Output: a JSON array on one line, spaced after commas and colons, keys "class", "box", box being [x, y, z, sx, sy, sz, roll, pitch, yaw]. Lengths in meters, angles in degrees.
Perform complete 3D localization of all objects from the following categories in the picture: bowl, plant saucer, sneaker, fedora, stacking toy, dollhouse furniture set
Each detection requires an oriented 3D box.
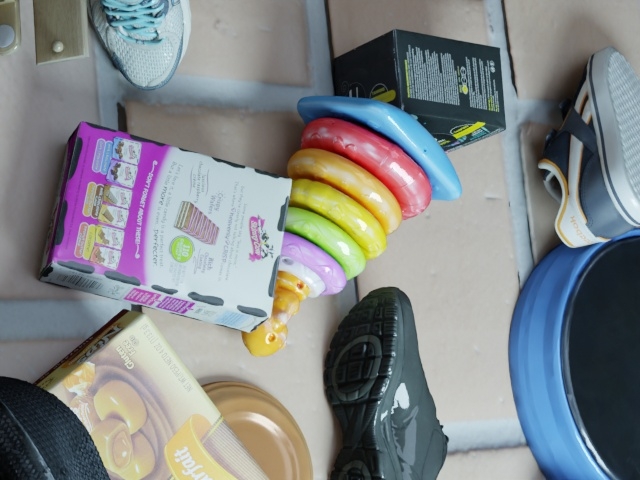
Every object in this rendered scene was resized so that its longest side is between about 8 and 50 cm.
[{"class": "bowl", "box": [0.405, 0.168, 2.271, 0.391, 0.077, 0.391, 11, 71, -34]}, {"class": "plant saucer", "box": [-0.085, 0.244, 1.913, 0.200, 0.037, 0.200, 11, 72, -35]}, {"class": "sneaker", "box": [0.080, 0.195, 2.019, 0.130, 0.109, 0.286, 8, 83, -41]}, {"class": "fedora", "box": [-0.284, 0.222, 1.606, 0.152, 0.334, 0.334, -21, 91, -47]}, {"class": "sneaker", "box": [-0.197, -0.262, 1.843, 0.122, 0.110, 0.283, -85, 173, -51]}, {"class": "stacking toy", "box": [0.000, 0.000, 1.985, 0.175, 0.166, 0.302, 44, 67, -33]}, {"class": "sneaker", "box": [0.340, -0.120, 2.280, 0.126, 0.127, 0.321, 46, 31, -25]}, {"class": "dollhouse furniture set", "box": [-0.328, -0.246, 1.795, 0.151, 0.144, 0.123, 26, 57, -70]}]

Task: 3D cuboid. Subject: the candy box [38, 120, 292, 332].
[{"class": "candy box", "box": [-0.157, -0.012, 1.871, 0.233, 0.071, 0.159, 15, 68, -15]}]

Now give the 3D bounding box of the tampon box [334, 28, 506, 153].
[{"class": "tampon box", "box": [0.115, -0.170, 2.116, 0.161, 0.120, 0.101, 6, 74, -35]}]

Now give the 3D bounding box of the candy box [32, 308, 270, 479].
[{"class": "candy box", "box": [-0.160, 0.246, 1.792, 0.183, 0.087, 0.316, -39, 103, -15]}]
